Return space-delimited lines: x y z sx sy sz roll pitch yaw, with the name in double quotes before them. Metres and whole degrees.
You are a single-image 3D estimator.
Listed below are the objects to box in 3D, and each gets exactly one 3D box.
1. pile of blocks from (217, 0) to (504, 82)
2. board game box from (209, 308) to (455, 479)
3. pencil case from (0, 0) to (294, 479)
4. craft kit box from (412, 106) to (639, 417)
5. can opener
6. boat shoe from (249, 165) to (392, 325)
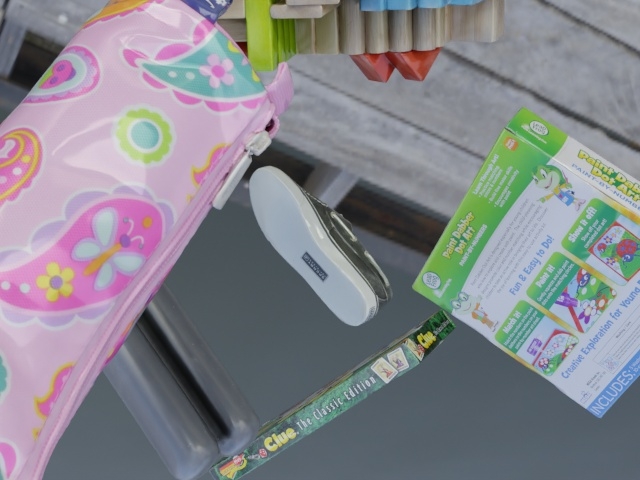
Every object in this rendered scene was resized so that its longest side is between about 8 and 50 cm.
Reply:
"pile of blocks" 0.032 -0.180 0.841 0.362 0.149 0.112 -7 110 -11
"board game box" 0.013 0.160 1.035 0.259 0.136 0.030 -36 88 23
"pencil case" -0.128 0.002 0.514 0.124 0.284 0.124 27 157 12
"craft kit box" 0.245 0.030 1.029 0.246 0.061 0.250 34 136 8
"can opener" -0.138 0.027 0.710 0.076 0.283 0.095 -24 158 -39
"boat shoe" 0.000 0.000 1.201 0.219 0.070 0.078 53 135 6
